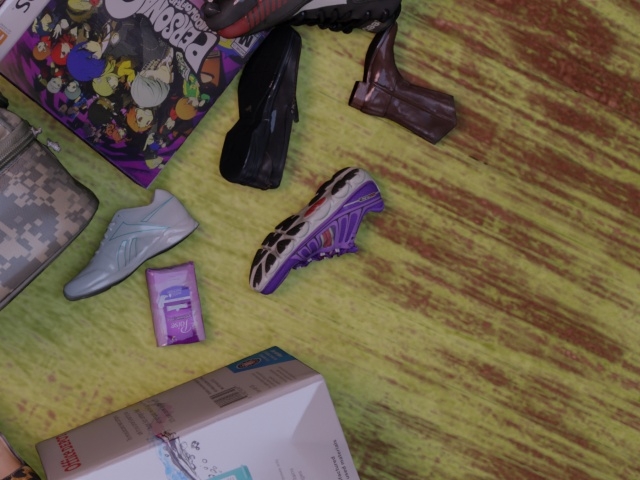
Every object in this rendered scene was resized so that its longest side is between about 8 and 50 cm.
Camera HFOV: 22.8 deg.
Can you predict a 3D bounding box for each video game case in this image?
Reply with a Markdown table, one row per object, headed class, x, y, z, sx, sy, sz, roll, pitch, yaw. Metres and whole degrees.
| class | x | y | z | sx | sy | sz | roll | pitch | yaw |
| --- | --- | --- | --- | --- | --- | --- | --- | --- | --- |
| video game case | -0.193 | -0.200 | 1.538 | 0.232 | 0.042 | 0.210 | 41 | 84 | -28 |

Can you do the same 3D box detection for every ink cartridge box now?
| class | x | y | z | sx | sy | sz | roll | pitch | yaw |
| --- | --- | --- | --- | --- | --- | --- | --- | --- | --- |
| ink cartridge box | -0.113 | 0.251 | 1.535 | 0.270 | 0.198 | 0.197 | -21 | 99 | -12 |

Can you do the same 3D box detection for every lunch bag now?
| class | x | y | z | sx | sy | sz | roll | pitch | yaw |
| --- | --- | --- | --- | --- | --- | --- | --- | --- | --- |
| lunch bag | -0.359 | -0.058 | 1.397 | 0.212 | 0.305 | 0.256 | -46 | 104 | -8 |

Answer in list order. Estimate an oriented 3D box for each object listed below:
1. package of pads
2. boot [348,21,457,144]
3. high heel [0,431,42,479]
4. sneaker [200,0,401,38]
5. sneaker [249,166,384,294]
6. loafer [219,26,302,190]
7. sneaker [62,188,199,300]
| class | x | y | z | sx | sy | sz | roll | pitch | yaw |
| --- | --- | --- | --- | --- | --- | --- | --- | --- | --- |
| package of pads | -0.147 | 0.064 | 1.600 | 0.050 | 0.032 | 0.083 | -9 | 96 | -11 |
| boot | 0.099 | -0.165 | 1.647 | 0.114 | 0.037 | 0.106 | 21 | 101 | -12 |
| high heel | -0.331 | 0.176 | 1.442 | 0.093 | 0.261 | 0.186 | -25 | 102 | -26 |
| sneaker | 0.008 | -0.250 | 1.563 | 0.276 | 0.098 | 0.135 | -35 | 108 | -30 |
| sneaker | 0.000 | 0.000 | 1.618 | 0.170 | 0.068 | 0.071 | -42 | 108 | -9 |
| loafer | -0.050 | -0.133 | 1.606 | 0.061 | 0.062 | 0.170 | 20 | 88 | -39 |
| sneaker | -0.198 | 0.006 | 1.577 | 0.152 | 0.054 | 0.061 | -36 | 92 | -16 |
